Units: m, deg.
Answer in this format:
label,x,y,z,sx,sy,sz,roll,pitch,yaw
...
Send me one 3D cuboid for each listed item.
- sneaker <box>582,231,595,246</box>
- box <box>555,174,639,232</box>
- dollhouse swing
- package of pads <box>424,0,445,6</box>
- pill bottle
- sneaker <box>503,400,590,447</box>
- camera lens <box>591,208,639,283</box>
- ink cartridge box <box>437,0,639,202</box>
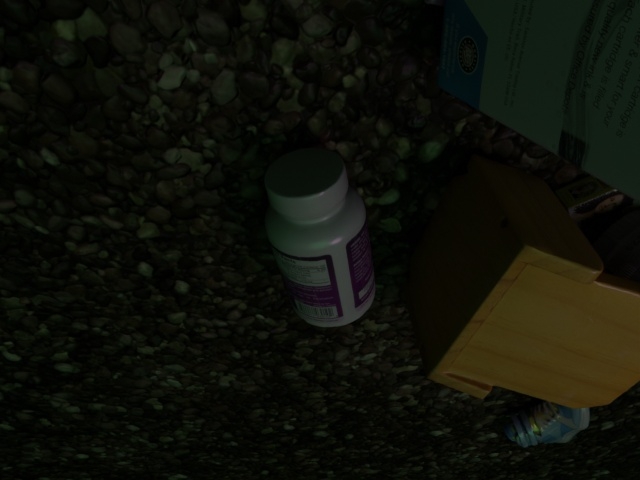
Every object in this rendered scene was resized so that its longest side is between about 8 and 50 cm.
label,x,y,z,sx,sy,sz,roll,pitch,yaw
sneaker,0.442,0.116,0.987,0.139,0.125,0.340,27,128,-33
box,0.558,-0.098,0.838,0.232,0.058,0.087,-27,131,18
dollhouse swing,0.368,0.086,0.815,0.304,0.315,0.347,6,133,-12
package of pads,0.167,-0.337,0.583,0.050,0.032,0.083,5,133,-13
pill bottle,0.000,0.000,0.797,0.169,0.169,0.302,-10,134,3
sneaker,0.681,0.548,1.428,0.208,0.127,0.319,-9,133,1
camera lens,0.616,0.099,0.790,0.219,0.274,0.220,-18,133,-21
ink cartridge box,0.307,-0.226,0.436,0.166,0.395,0.286,-23,137,-17
